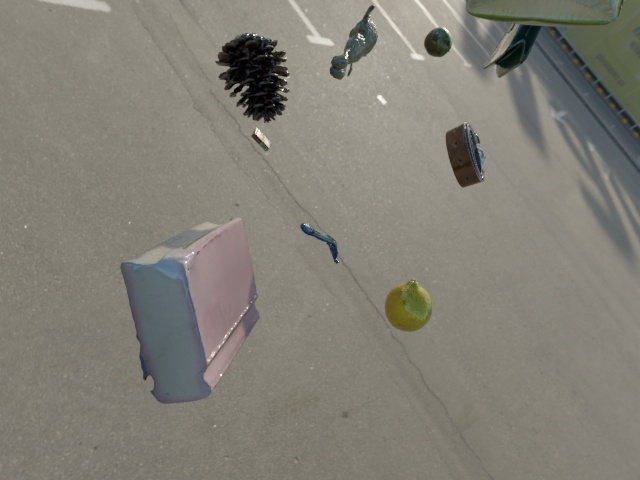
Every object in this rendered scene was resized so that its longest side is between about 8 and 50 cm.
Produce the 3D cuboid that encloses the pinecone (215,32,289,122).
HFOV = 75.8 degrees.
[{"bbox_3d":[-0.214,-0.534,1.374,0.246,0.246,0.293,-23,100,-51],"label":"pinecone"}]

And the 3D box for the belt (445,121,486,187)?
[{"bbox_3d":[0.613,-0.357,1.729,0.184,0.105,0.262,13,65,-48],"label":"belt"}]

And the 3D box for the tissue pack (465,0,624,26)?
[{"bbox_3d":[0.357,-0.434,0.649,0.200,0.168,0.275,14,33,18],"label":"tissue pack"}]

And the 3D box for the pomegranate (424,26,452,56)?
[{"bbox_3d":[0.491,-0.810,1.696,0.142,0.114,0.115,-2,61,-56],"label":"pomegranate"}]

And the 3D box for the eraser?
[{"bbox_3d":[-0.236,0.115,0.850,0.359,0.122,0.273,-66,150,-78],"label":"eraser"}]

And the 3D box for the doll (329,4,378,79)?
[{"bbox_3d":[0.097,-0.565,1.232,0.091,0.203,0.286,17,75,14],"label":"doll"}]

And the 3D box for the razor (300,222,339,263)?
[{"bbox_3d":[0.011,-0.005,1.503,0.324,0.056,0.093,40,25,-62],"label":"razor"}]

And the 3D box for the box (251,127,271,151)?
[{"bbox_3d":[-0.229,-0.389,1.591,0.082,0.023,0.052,44,27,-26],"label":"box"}]

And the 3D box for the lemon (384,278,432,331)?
[{"bbox_3d":[0.345,0.260,1.617,0.186,0.244,0.187,5,34,-3],"label":"lemon"}]

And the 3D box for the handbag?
[{"bbox_3d":[0.722,-0.747,1.506,0.089,0.239,0.326,28,12,2],"label":"handbag"}]
